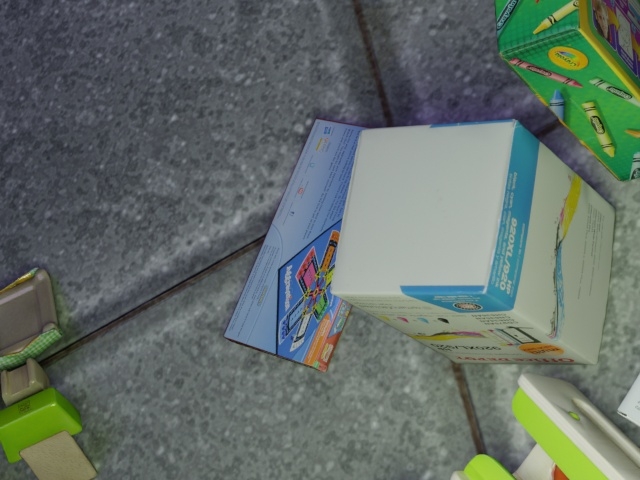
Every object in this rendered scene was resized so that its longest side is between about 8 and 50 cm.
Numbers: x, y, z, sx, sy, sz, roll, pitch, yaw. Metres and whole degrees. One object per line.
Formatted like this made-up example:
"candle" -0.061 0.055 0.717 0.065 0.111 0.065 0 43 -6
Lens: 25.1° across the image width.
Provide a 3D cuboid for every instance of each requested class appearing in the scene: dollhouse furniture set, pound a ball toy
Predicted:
"dollhouse furniture set" -0.386 0.201 1.793 0.198 0.151 0.301 -25 34 0
"pound a ball toy" 0.221 0.269 1.262 0.208 0.136 0.319 -58 45 14

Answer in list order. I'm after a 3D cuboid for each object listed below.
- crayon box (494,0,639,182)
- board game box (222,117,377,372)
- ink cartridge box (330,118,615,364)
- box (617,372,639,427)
"crayon box" 0.259 -0.190 1.355 0.081 0.278 0.165 -16 59 29
"board game box" 0.000 0.000 1.625 0.145 0.027 0.281 14 77 42
"ink cartridge box" 0.153 0.009 1.367 0.171 0.233 0.168 -2 69 36
"box" 0.418 0.118 1.168 0.262 0.127 0.231 32 93 44
